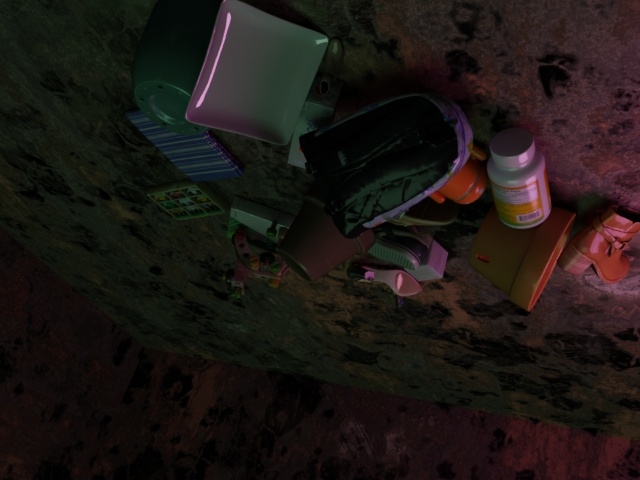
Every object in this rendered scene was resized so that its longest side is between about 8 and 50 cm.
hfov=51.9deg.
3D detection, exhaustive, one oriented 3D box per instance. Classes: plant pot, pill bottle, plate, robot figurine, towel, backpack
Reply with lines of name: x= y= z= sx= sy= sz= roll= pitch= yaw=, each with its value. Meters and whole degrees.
plant pot: x=0.538 y=0.021 z=1.795 sx=0.203 sy=0.291 sz=0.291 roll=26 pitch=156 yaw=22
plant pot: x=-0.311 y=-0.397 z=1.571 sx=0.293 sy=0.235 sz=0.293 roll=14 pitch=151 yaw=8
pill bottle: x=0.488 y=-0.155 z=1.622 sx=0.136 sy=0.136 sz=0.245 roll=2 pitch=143 yaw=28
plate: x=-0.146 y=-0.371 z=1.477 sx=0.277 sy=0.278 sz=0.045 roll=8 pitch=-157 yaw=-37
robot figurine: x=0.341 y=-0.177 z=1.689 sx=0.219 sy=0.158 sz=0.128 roll=29 pitch=177 yaw=-19
towel: x=-0.411 y=-0.300 z=2.027 sx=0.243 sy=0.040 sz=0.336 roll=-3 pitch=144 yaw=37
backpack: x=0.175 y=-0.206 z=1.541 sx=0.355 sy=0.273 sz=0.290 roll=-30 pitch=84 yaw=42
plant pot: x=0.000 y=0.000 z=2.007 sx=0.263 sy=0.229 sz=0.263 roll=40 pitch=167 yaw=11

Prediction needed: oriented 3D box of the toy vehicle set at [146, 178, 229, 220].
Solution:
toy vehicle set: x=-0.471 y=-0.144 z=2.331 sx=0.267 sy=0.035 sz=0.166 roll=-6 pitch=144 yaw=39

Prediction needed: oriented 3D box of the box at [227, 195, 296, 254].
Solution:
box: x=-0.168 y=-0.031 z=2.329 sx=0.322 sy=0.058 sz=0.232 roll=20 pitch=152 yaw=-1

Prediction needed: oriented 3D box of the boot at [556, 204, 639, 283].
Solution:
boot: x=0.798 y=0.002 z=1.781 sx=0.283 sy=0.109 sz=0.220 roll=11 pitch=130 yaw=-27

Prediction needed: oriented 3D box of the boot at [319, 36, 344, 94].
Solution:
boot: x=0.023 y=-0.398 z=1.524 sx=0.042 sy=0.087 sz=0.118 roll=16 pitch=152 yaw=9

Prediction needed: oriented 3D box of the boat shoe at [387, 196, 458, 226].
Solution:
boat shoe: x=0.238 y=-0.103 z=1.906 sx=0.341 sy=0.121 sz=0.110 roll=16 pitch=158 yaw=26

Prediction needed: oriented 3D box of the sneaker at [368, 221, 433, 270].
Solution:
sneaker: x=0.226 y=-0.007 z=2.086 sx=0.321 sy=0.127 sz=0.126 roll=25 pitch=159 yaw=49

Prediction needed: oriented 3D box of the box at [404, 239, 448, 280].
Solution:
box: x=0.345 y=0.066 z=2.147 sx=0.102 sy=0.101 sz=0.087 roll=-13 pitch=138 yaw=45

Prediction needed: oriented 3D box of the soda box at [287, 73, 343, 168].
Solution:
soda box: x=-0.017 y=-0.301 z=1.711 sx=0.091 sy=0.098 sz=0.286 roll=17 pitch=153 yaw=-1

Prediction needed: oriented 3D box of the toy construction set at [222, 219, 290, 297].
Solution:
toy construction set: x=-0.197 y=0.090 z=2.251 sx=0.257 sy=0.237 sz=0.309 roll=29 pitch=150 yaw=-19

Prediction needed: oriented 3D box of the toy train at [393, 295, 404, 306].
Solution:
toy train: x=0.300 y=0.213 z=2.520 sx=0.036 sy=0.027 sz=0.158 roll=1 pitch=148 yaw=10

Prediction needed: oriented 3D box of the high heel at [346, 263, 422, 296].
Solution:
high heel: x=0.231 y=0.139 z=2.406 sx=0.261 sy=0.093 sz=0.186 roll=16 pitch=177 yaw=-23
